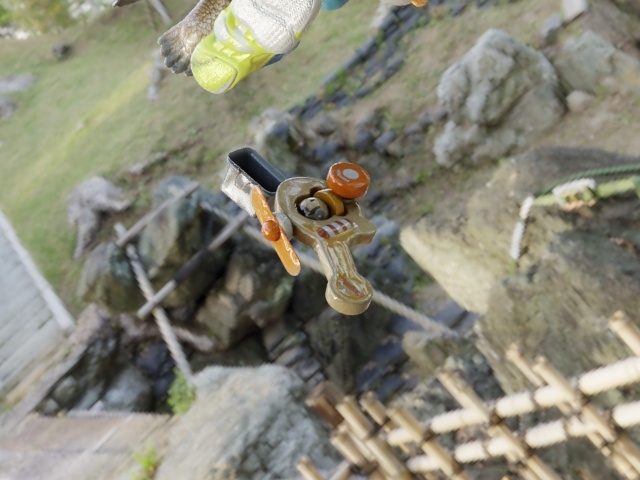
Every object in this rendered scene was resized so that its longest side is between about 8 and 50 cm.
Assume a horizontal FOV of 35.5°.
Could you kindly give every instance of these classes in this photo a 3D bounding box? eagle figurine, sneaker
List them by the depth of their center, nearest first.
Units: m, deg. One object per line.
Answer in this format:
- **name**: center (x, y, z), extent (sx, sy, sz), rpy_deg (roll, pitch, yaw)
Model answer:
- **sneaker**: center (-0.059, -0.268, 1.217), extent (0.240, 0.091, 0.126), rpy_deg (-24, 10, 46)
- **eagle figurine**: center (-0.192, -0.455, 1.765), extent (0.298, 0.226, 0.225), rpy_deg (-60, 10, -17)

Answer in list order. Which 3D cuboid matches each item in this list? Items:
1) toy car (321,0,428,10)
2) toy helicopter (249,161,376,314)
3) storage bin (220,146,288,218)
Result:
- **toy car**: center (0.099, -0.433, 1.467), extent (0.210, 0.238, 0.219), rpy_deg (-61, -14, -11)
- **toy helicopter**: center (0.000, 0.000, 1.855), extent (0.355, 0.235, 0.140), rpy_deg (-111, 31, -45)
- **storage bin**: center (-0.146, -0.112, 2.070), extent (0.098, 0.135, 0.091), rpy_deg (-28, -27, -51)
